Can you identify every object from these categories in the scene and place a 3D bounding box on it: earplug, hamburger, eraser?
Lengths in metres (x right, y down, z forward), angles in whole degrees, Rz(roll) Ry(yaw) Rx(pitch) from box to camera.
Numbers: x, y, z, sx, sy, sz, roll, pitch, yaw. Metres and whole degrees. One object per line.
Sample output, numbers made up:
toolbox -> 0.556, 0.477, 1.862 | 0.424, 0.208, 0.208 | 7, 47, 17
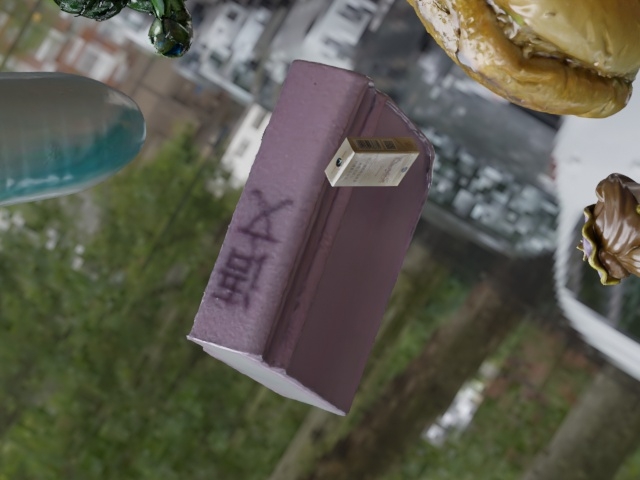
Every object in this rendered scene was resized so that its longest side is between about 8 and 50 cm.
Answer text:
earplug -> -0.331, -0.116, 1.965 | 0.185, 0.185, 0.324 | 33, -154, 32
hamburger -> 0.180, -0.243, 1.597 | 0.290, 0.170, 0.314 | 44, -158, 23
eraser -> 0.000, 0.000, 2.094 | 0.122, 0.359, 0.272 | 14, 166, 31

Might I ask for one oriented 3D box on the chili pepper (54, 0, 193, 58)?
chili pepper -> -0.158, -0.253, 1.464 | 0.174, 0.165, 0.261 | 2, -114, -39

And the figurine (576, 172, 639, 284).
figurine -> 0.458, -0.020, 2.292 | 0.263, 0.189, 0.142 | -4, 155, 37

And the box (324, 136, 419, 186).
box -> 0.052, -0.079, 1.760 | 0.083, 0.053, 0.024 | -3, -128, -36
